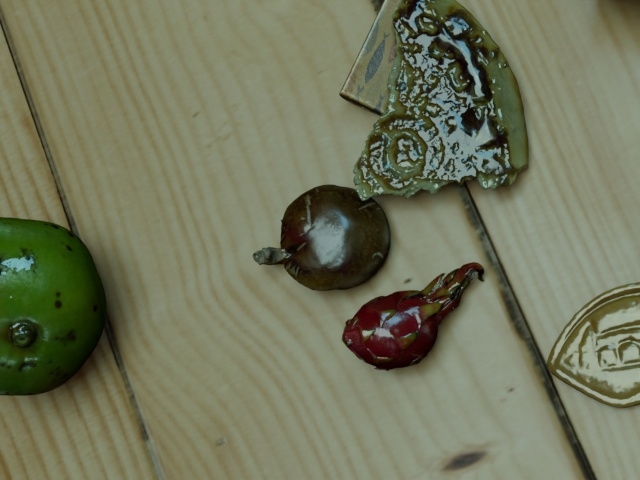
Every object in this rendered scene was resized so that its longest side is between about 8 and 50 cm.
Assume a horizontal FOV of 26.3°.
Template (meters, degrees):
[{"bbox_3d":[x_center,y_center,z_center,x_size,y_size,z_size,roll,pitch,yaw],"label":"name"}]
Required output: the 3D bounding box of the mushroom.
[{"bbox_3d":[-0.001,-0.001,1.681,0.170,0.080,0.135,-18,64,11],"label":"mushroom"}]

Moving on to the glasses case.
[{"bbox_3d":[0.088,-0.244,1.720,0.064,0.041,0.170,25,87,0],"label":"glasses case"}]

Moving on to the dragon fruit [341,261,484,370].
[{"bbox_3d":[0.118,0.093,1.625,0.190,0.094,0.094,-27,71,-6],"label":"dragon fruit"}]

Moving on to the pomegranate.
[{"bbox_3d":[-0.405,0.072,1.749,0.302,0.236,0.236,25,88,54],"label":"pomegranate"}]

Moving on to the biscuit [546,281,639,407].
[{"bbox_3d":[0.368,0.118,1.561,0.221,0.029,0.142,-5,77,18],"label":"biscuit"}]

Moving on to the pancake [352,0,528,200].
[{"bbox_3d":[0.128,-0.150,1.668,0.244,0.057,0.266,-39,76,8],"label":"pancake"}]
